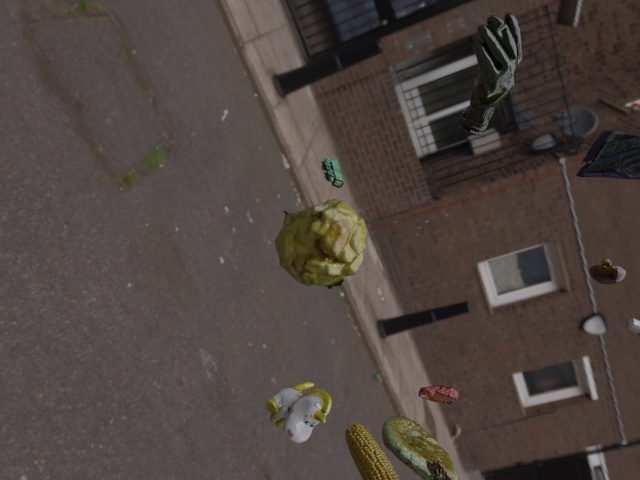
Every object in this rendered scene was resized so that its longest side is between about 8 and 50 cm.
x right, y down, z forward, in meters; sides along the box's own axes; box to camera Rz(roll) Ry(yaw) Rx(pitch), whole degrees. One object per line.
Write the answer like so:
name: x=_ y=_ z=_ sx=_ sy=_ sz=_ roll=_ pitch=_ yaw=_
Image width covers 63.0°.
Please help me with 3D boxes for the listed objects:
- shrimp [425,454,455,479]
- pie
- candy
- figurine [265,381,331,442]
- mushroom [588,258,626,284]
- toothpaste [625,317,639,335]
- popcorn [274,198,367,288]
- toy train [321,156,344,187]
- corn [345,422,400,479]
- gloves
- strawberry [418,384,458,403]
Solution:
shrimp: x=0.321 y=0.662 z=1.332 sx=0.249 sy=0.068 sz=0.150 roll=68 pitch=22 yaw=-11
pie: x=0.340 y=0.728 z=1.808 sx=0.323 sy=0.071 sz=0.323 roll=35 pitch=10 yaw=-7
candy: x=0.741 y=-0.195 z=1.214 sx=0.070 sy=0.145 sz=0.275 roll=39 pitch=-7 yaw=-30
figurine: x=-0.043 y=0.386 z=1.188 sx=0.109 sy=0.130 sz=0.178 roll=49 pitch=-17 yaw=-20
mushroom: x=1.112 y=0.124 z=2.022 sx=0.127 sy=0.127 sz=0.087 roll=48 pitch=53 yaw=-60
toothpaste: x=1.147 y=0.326 z=1.778 sx=0.045 sy=0.193 sz=0.071 roll=96 pitch=18 yaw=-67
popcorn: x=0.000 y=0.000 z=1.396 sx=0.215 sy=0.286 sz=0.252 roll=55 pitch=49 yaw=-25
toy train: x=0.041 y=-0.245 z=1.851 sx=0.070 sy=0.038 sz=0.148 roll=21 pitch=34 yaw=-26
corn: x=0.145 y=0.613 z=1.423 sx=0.091 sy=0.091 sz=0.260 roll=31 pitch=14 yaw=-35
gloves: x=0.383 y=-0.366 z=1.167 sx=0.135 sy=0.107 sz=0.268 roll=-63 pitch=161 yaw=-50
strawberry: x=0.414 y=0.535 z=1.826 sx=0.152 sy=0.104 sz=0.048 roll=23 pitch=53 yaw=-17
